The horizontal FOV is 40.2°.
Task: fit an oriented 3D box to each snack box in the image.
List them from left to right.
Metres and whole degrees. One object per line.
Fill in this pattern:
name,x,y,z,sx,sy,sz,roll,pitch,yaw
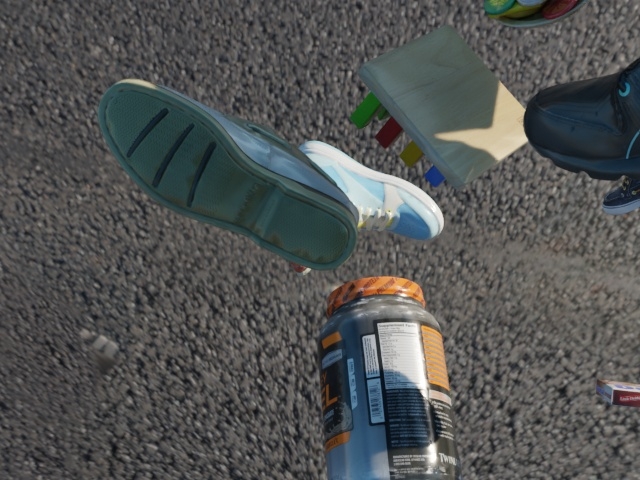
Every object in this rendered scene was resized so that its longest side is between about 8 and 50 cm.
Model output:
snack box,0.423,0.188,1.033,0.178,0.064,0.022,6,92,1

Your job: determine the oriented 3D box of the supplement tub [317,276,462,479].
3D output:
supplement tub,0.102,0.243,1.389,0.207,0.207,0.338,-4,62,0

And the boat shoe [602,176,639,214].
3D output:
boat shoe,0.568,-0.109,1.571,0.083,0.183,0.065,47,55,-13

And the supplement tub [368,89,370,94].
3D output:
supplement tub,0.135,-0.264,1.496,0.071,0.107,0.071,6,74,-21

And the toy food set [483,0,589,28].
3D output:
toy food set,0.145,-0.168,0.563,0.083,0.020,0.083,-6,53,31

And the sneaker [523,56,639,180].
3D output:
sneaker,0.244,-0.103,0.528,0.267,0.106,0.101,0,35,40

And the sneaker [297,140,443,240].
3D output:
sneaker,0.062,-0.039,1.638,0.318,0.127,0.208,25,49,4

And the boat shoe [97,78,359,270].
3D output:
boat shoe,-0.095,-0.076,0.942,0.302,0.103,0.113,33,113,-12

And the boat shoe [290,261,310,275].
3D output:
boat shoe,0.000,0.000,1.400,0.049,0.043,0.137,12,48,42

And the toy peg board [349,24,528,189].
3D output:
toy peg board,0.127,-0.131,0.952,0.161,0.079,0.161,-33,80,-39
